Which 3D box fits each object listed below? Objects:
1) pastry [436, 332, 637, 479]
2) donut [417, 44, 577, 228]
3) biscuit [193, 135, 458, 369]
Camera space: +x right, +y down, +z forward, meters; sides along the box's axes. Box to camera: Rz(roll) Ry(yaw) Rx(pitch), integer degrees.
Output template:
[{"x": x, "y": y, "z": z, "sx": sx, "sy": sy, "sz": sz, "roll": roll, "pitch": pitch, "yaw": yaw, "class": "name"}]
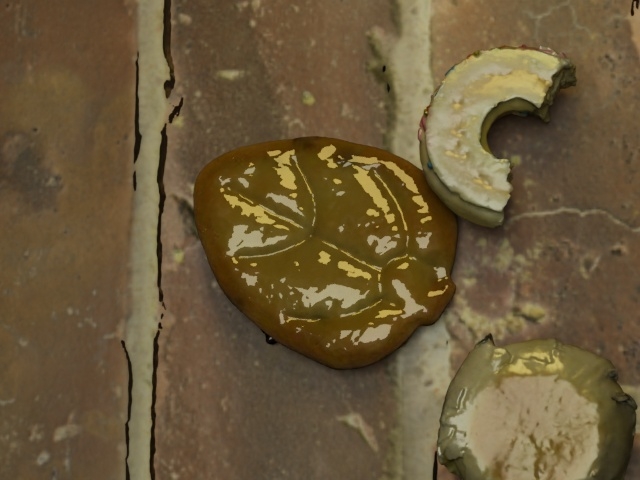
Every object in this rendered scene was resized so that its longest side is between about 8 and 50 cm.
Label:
[{"x": 0.177, "y": 0.157, "z": 1.229, "sx": 0.166, "sy": 0.088, "sz": 0.165, "roll": -3, "pitch": 74, "yaw": 12, "class": "pastry"}, {"x": 0.144, "y": -0.097, "z": 1.312, "sx": 0.108, "sy": 0.065, "sz": 0.166, "roll": 23, "pitch": 83, "yaw": 18, "class": "donut"}, {"x": -0.001, "y": -0.001, "z": 1.334, "sx": 0.260, "sy": 0.041, "sz": 0.203, "roll": 29, "pitch": 84, "yaw": 16, "class": "biscuit"}]
